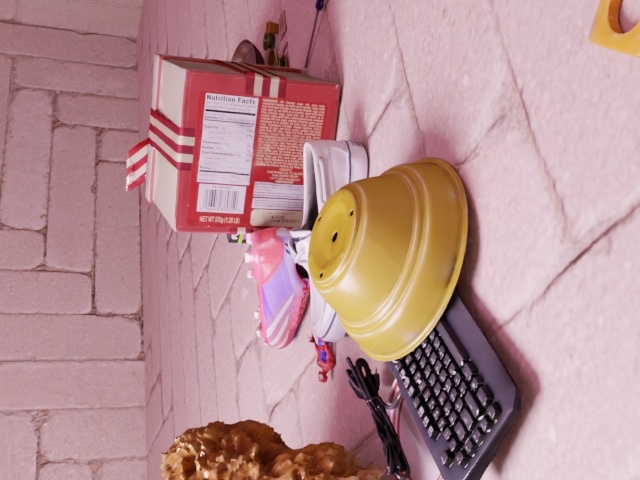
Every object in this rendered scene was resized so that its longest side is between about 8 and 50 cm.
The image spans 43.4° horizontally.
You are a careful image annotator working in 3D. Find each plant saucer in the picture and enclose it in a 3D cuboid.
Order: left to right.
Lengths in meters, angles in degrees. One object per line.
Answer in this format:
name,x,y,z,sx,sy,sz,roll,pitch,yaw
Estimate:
plant saucer,-0.134,-0.273,1.442,0.168,0.029,0.168,-174,90,-65

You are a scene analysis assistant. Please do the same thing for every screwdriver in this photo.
screwdriver,-0.005,-0.331,1.196,0.170,0.024,0.025,104,-172,-45

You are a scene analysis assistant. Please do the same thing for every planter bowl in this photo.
planter bowl,0.047,0.007,0.816,0.217,0.090,0.217,-45,36,48

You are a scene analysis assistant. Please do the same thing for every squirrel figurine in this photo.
squirrel figurine,-0.054,0.402,0.854,0.370,0.281,0.397,-140,52,-58

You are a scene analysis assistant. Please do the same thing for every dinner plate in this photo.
dinner plate,0.101,0.196,0.815,0.141,0.017,0.141,-178,90,-70

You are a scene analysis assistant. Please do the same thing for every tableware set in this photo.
tableware set,-0.083,-0.313,1.393,0.104,0.024,0.154,133,136,-61

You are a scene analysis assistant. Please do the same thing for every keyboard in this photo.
keyboard,0.086,0.127,0.802,0.317,0.033,0.201,-114,40,-57

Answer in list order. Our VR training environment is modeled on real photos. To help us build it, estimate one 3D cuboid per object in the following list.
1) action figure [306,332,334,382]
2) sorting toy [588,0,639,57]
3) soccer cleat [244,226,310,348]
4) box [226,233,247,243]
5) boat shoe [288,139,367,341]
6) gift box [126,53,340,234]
action figure,0.002,0.133,1.084,0.038,0.030,0.115,152,117,-62
sorting toy,0.222,-0.294,0.509,0.196,0.047,0.347,-149,64,-68
soccer cleat,-0.048,0.076,1.150,0.248,0.095,0.083,83,-173,-46
box,-0.130,-0.040,1.421,0.083,0.062,0.052,112,152,-42
boat shoe,0.000,0.000,1.023,0.095,0.084,0.258,-175,88,-70
gift box,-0.140,-0.129,1.189,0.258,0.255,0.276,-139,58,-63
